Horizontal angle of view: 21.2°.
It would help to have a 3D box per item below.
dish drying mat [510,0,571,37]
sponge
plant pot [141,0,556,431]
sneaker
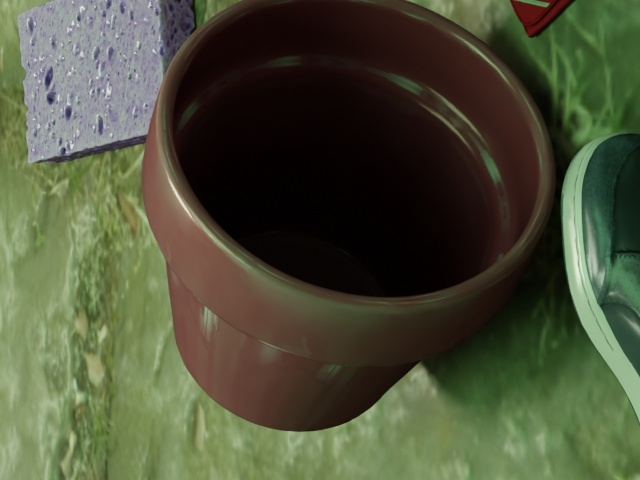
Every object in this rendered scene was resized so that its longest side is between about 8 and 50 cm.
[{"bbox_3d":[0.122,-0.137,0.847,0.083,0.008,0.032,-46,54,45],"label":"dish drying mat"},{"bbox_3d":[-0.154,-0.123,1.217,0.210,0.031,0.117,-7,85,55],"label":"sponge"},{"bbox_3d":[0.000,0.000,0.885,0.180,0.201,0.201,111,141,-52],"label":"plant pot"},{"bbox_3d":[0.187,0.043,0.682,0.163,0.086,0.226,-34,73,62],"label":"sneaker"}]
